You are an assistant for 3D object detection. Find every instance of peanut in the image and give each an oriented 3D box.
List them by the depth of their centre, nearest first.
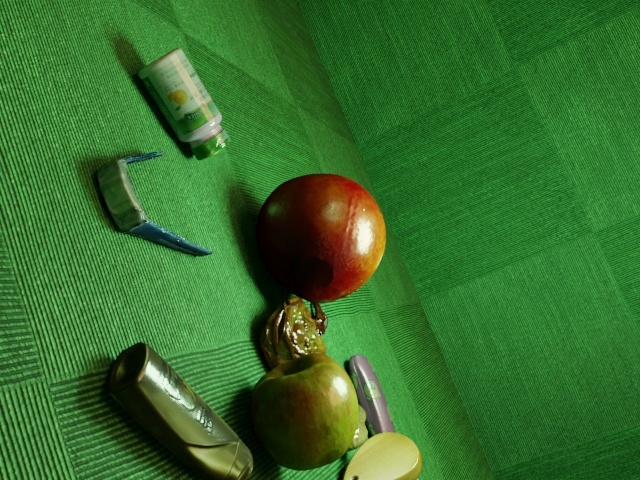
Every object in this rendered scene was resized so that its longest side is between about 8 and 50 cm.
[{"bbox_3d":[0.093,0.536,1.922,0.194,0.093,0.083,-60,163,-67],"label":"peanut"}]

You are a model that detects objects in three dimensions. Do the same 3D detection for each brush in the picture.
[{"bbox_3d":[0.159,0.664,1.837,0.174,0.267,0.166,32,-47,45],"label":"brush"}]

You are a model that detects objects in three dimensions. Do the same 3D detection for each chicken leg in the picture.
[{"bbox_3d":[-0.012,0.252,2.078,0.093,0.053,0.205,48,15,-8],"label":"chicken leg"}]

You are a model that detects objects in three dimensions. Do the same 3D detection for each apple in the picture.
[{"bbox_3d":[-0.033,0.388,1.493,0.246,0.246,0.226,-38,111,-73],"label":"apple"}]

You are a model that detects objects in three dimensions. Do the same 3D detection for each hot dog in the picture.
[{"bbox_3d":[-0.066,0.255,1.776,0.196,0.122,0.272,65,18,1],"label":"hot dog"}]

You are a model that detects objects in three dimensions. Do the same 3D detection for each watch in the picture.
[{"bbox_3d":[-0.357,-0.059,1.436,0.276,0.068,0.274,64,12,-5],"label":"watch"}]

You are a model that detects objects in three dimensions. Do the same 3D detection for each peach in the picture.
[{"bbox_3d":[0.000,0.000,1.923,0.388,0.388,0.388,56,19,-31],"label":"peach"}]

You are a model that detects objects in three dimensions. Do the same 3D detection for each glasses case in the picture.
[{"bbox_3d":[0.170,0.528,2.195,0.123,0.076,0.316,20,48,-66],"label":"glasses case"}]

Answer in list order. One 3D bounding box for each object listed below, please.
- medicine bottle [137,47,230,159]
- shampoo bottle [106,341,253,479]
[{"bbox_3d":[-0.346,-0.348,1.727,0.274,0.133,0.133,60,18,-22],"label":"medicine bottle"},{"bbox_3d":[-0.240,0.331,1.200,0.350,0.084,0.125,56,17,-31],"label":"shampoo bottle"}]
